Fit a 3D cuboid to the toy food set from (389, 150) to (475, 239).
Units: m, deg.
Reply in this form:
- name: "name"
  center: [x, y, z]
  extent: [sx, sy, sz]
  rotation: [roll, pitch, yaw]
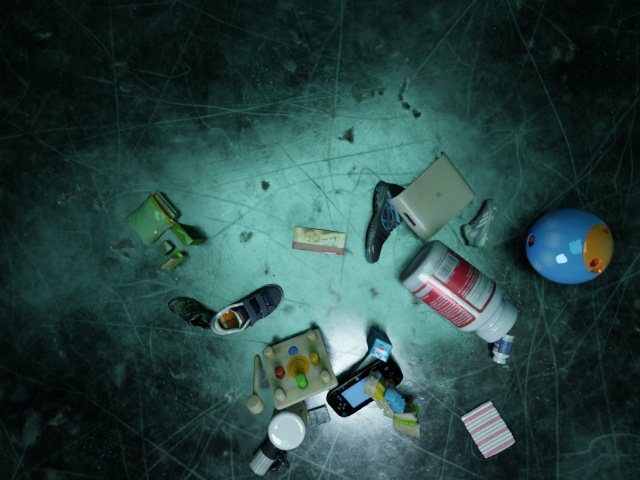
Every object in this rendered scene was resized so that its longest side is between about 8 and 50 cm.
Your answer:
- name: "toy food set"
  center: [0.450, -0.178, 1.691]
  extent: [0.306, 0.092, 0.219]
  rotation: [-43, 102, -9]

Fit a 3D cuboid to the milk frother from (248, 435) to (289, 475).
- name: "milk frother"
  center: [-0.203, 0.899, 1.720]
  extent: [0.129, 0.143, 0.134]
  rotation: [36, 90, -5]

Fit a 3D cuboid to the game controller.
- name: "game controller"
  center: [0.179, 0.595, 1.721]
  extent: [0.319, 0.067, 0.166]
  rotation: [-34, 123, 2]

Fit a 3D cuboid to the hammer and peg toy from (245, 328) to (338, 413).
- name: "hammer and peg toy"
  center: [-0.139, 0.512, 1.664]
  extent: [0.362, 0.127, 0.265]
  rotation: [-21, 50, -2]

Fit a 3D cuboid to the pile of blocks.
- name: "pile of blocks"
  center: [0.302, 0.624, 1.660]
  extent: [0.149, 0.112, 0.362]
  rotation: [-14, 123, 40]

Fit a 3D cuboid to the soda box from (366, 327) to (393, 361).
- name: "soda box"
  center: [0.229, 0.405, 1.664]
  extent: [0.071, 0.210, 0.067]
  rotation: [24, 91, 3]

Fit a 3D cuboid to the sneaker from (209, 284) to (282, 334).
- name: "sneaker"
  center: [-0.284, 0.281, 1.687]
  extent: [0.321, 0.127, 0.126]
  rotation: [-30, 90, -19]

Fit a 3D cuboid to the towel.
- name: "towel"
  center: [0.687, 0.775, 1.740]
  extent: [0.144, 0.029, 0.197]
  rotation: [-31, 87, 2]

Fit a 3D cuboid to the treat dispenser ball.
- name: "treat dispenser ball"
  center: [0.932, 0.021, 1.595]
  extent: [0.289, 0.288, 0.287]
  rotation: [0, 90, 3]

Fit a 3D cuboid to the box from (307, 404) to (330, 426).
- name: "box"
  center: [-0.006, 0.734, 1.772]
  extent: [0.084, 0.018, 0.067]
  rotation: [-20, 89, 2]

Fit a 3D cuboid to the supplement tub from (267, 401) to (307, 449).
- name: "supplement tub"
  center: [-0.125, 0.719, 1.687]
  extent: [0.145, 0.200, 0.144]
  rotation: [0, 91, 2]

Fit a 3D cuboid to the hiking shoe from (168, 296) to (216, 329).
- name: "hiking shoe"
  center: [-0.530, 0.300, 1.745]
  extent: [0.227, 0.114, 0.086]
  rotation: [22, 91, 2]

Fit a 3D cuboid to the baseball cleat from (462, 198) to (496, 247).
- name: "baseball cleat"
  center: [0.640, -0.075, 1.715]
  extent: [0.110, 0.072, 0.205]
  rotation: [11, 87, 9]

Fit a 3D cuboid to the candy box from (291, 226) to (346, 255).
- name: "candy box"
  center: [0.000, 0.000, 1.620]
  extent: [0.183, 0.316, 0.087]
  rotation: [7, 90, 2]

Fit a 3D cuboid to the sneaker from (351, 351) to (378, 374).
- name: "sneaker"
  center: [0.187, 0.521, 1.746]
  extent: [0.061, 0.053, 0.152]
  rotation: [43, 92, -3]

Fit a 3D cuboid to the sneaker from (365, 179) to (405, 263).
- name: "sneaker"
  center: [0.262, -0.067, 1.705]
  extent: [0.140, 0.125, 0.340]
  rotation: [12, 92, 1]

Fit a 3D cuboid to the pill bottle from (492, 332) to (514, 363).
- name: "pill bottle"
  center: [0.737, 0.433, 1.714]
  extent: [0.067, 0.067, 0.120]
  rotation: [14, 91, 2]

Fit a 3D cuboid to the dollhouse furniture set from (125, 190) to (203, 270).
- name: "dollhouse furniture set"
  center: [-0.666, -0.047, 1.731]
  extent: [0.198, 0.151, 0.301]
  rotation: [-42, 88, 2]

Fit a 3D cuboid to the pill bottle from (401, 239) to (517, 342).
- name: "pill bottle"
  center: [0.538, 0.201, 1.641]
  extent: [0.408, 0.229, 0.229]
  rotation: [38, 92, 2]
